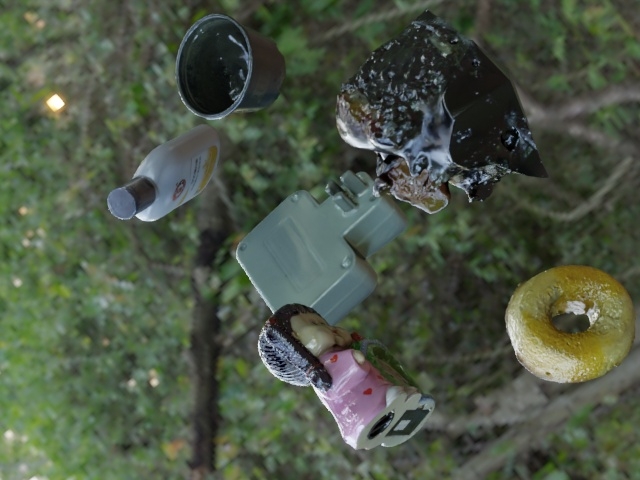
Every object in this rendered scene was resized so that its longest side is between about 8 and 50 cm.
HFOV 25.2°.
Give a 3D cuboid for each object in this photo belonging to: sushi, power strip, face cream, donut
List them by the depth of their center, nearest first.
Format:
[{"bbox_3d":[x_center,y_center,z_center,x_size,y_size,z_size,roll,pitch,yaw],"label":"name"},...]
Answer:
[{"bbox_3d":[0.132,-0.153,1.829,0.227,0.212,0.215,53,177,38],"label":"sushi"},{"bbox_3d":[0.341,0.104,1.920,0.065,0.178,0.162,95,153,-66],"label":"donut"},{"bbox_3d":[0.000,0.000,2.324,0.141,0.261,0.229,43,-173,-43],"label":"power strip"},{"bbox_3d":[-0.259,-0.103,2.379,0.071,0.144,0.291,28,-156,13],"label":"face cream"}]

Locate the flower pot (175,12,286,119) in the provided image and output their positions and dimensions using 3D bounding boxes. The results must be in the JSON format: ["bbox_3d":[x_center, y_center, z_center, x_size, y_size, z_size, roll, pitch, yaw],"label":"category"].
[{"bbox_3d":[-0.128,-0.256,2.149,0.107,0.157,0.157,2,-136,-53],"label":"flower pot"}]

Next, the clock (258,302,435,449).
[{"bbox_3d":[0.028,0.160,1.730,0.195,0.100,0.194,42,-168,22],"label":"clock"}]
